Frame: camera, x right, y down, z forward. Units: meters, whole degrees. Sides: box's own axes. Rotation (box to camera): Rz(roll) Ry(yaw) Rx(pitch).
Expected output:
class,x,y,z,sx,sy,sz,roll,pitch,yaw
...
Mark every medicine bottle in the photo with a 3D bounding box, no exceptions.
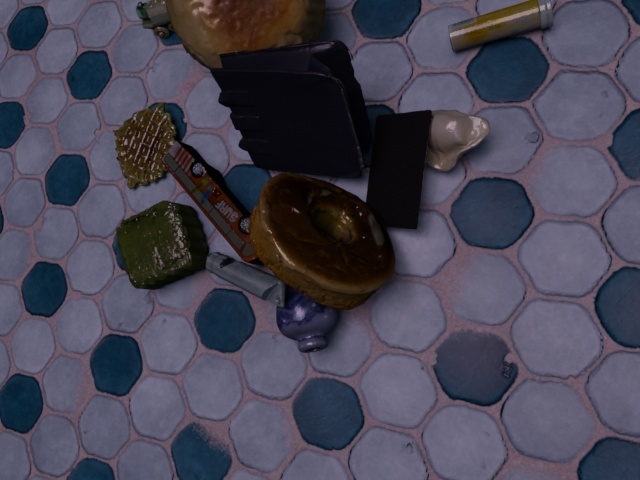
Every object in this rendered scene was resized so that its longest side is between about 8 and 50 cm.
class,x,y,z,sx,sy,sz,roll,pitch,yaw
medicine bottle,0.403,-0.488,1.216,0.218,0.074,0.073,-10,78,20

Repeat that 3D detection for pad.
class,x,y,z,sx,sy,sz,roll,pitch,yaw
pad,0.174,-0.161,1.230,0.160,0.009,0.264,8,91,45

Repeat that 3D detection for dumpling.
class,x,y,z,sx,sy,sz,roll,pitch,yaw
dumpling,0.283,-0.220,1.197,0.169,0.100,0.134,17,90,23

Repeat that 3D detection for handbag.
class,x,y,z,sx,sy,sz,roll,pitch,yaw
handbag,-0.061,-0.292,1.231,0.329,0.303,0.122,6,54,23

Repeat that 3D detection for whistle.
class,x,y,z,sx,sy,sz,roll,pitch,yaw
whistle,-0.174,0.086,1.262,0.312,0.062,0.062,18,87,50

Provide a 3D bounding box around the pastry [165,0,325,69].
class,x,y,z,sx,sy,sz,roll,pitch,yaw
pastry,-0.179,-0.575,1.307,0.389,0.312,0.388,0,107,0

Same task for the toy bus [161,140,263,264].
class,x,y,z,sx,sy,sz,roll,pitch,yaw
toy bus,-0.255,-0.098,1.378,0.092,0.093,0.409,-46,69,8

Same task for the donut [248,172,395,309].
class,x,y,z,sx,sy,sz,roll,pitch,yaw
donut,0.000,0.000,1.174,0.330,0.330,0.160,60,140,18

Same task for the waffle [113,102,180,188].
class,x,y,z,sx,sy,sz,roll,pitch,yaw
waffle,-0.488,-0.264,1.513,0.208,0.054,0.214,-23,80,12

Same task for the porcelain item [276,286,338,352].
class,x,y,z,sx,sy,sz,roll,pitch,yaw
porcelain item,-0.039,0.127,1.244,0.141,0.141,0.259,-19,65,16

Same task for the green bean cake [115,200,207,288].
class,x,y,z,sx,sy,sz,roll,pitch,yaw
green bean cake,-0.413,0.015,1.406,0.214,0.113,0.200,-26,72,14

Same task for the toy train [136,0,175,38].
class,x,y,z,sx,sy,sz,roll,pitch,yaw
toy train,-0.426,-0.644,1.518,0.194,0.125,0.080,-6,75,19
